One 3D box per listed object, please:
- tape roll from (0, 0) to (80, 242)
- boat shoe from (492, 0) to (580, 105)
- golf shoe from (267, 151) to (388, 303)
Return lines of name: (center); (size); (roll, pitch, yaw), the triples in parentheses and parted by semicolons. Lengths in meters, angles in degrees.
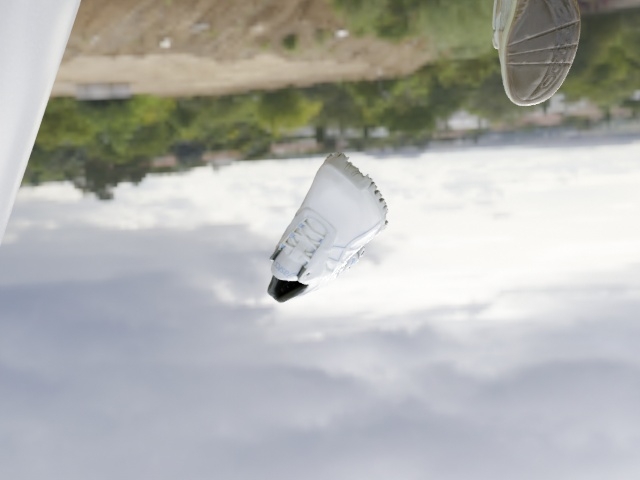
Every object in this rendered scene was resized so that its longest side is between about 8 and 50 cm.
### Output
tape roll: (-0.213, -0.041, 0.398); (0.246, 0.169, 0.246); (17, 177, 1)
boat shoe: (0.144, -0.169, 0.905); (0.056, 0.153, 0.048); (-12, -149, -9)
golf shoe: (0.000, 0.000, 1.045); (0.086, 0.069, 0.176); (-43, 165, -26)
